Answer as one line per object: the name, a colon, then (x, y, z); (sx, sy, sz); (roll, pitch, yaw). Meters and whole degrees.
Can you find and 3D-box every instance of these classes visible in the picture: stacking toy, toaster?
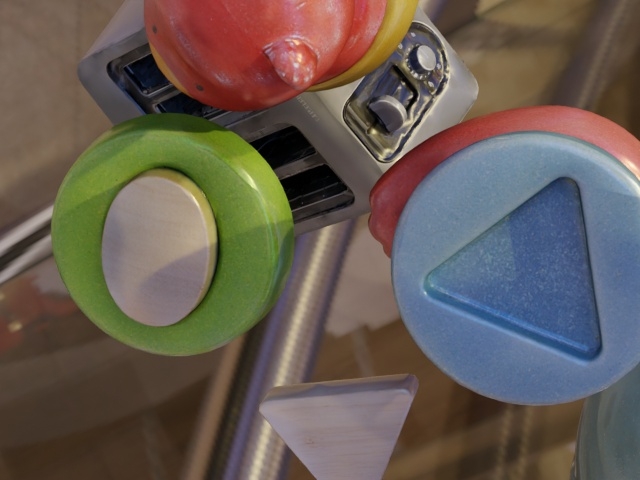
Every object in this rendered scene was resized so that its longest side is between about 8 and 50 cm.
stacking toy: (0.000, 0.000, 0.783); (0.309, 0.279, 0.130); (41, 22, -1)
toaster: (-0.032, -0.098, 0.941); (0.168, 0.186, 0.110); (50, 49, -22)

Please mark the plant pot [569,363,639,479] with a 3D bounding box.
plant pot: (0.341, 0.130, 1.262); (0.293, 0.293, 0.196); (-66, 155, -53)
